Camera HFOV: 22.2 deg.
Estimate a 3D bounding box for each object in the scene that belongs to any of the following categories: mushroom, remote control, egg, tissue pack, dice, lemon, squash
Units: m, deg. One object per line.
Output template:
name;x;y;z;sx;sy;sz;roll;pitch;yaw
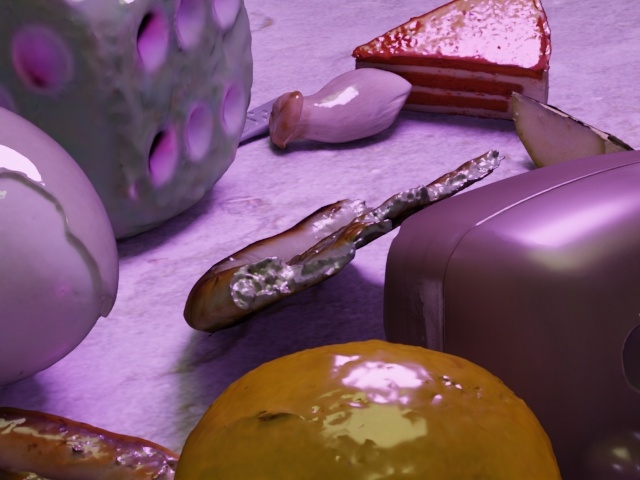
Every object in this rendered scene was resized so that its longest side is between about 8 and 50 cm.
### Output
mushroom;0.025;-0.171;2.123;0.212;0.088;0.097;-18;19;-27
remote control;-0.089;-0.150;2.141;0.050;0.027;0.184;19;34;36
egg;-0.335;0.007;1.455;0.336;0.278;0.278;15;26;34
tissue pack;0.266;0.065;1.376;0.387;0.267;0.277;-12;12;-27
dice;-0.278;-0.191;1.855;0.330;0.318;0.322;12;26;22
lemon;0.031;0.191;1.122;0.284;0.260;0.260;13;26;19
squash;0.335;-0.100;2.034;0.184;0.085;0.192;21;11;-41

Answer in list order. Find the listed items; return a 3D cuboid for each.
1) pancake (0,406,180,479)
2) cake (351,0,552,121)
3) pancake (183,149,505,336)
pancake;-0.249;0.207;1.286;0.266;0.057;0.244;11;26;16
cake;0.193;-0.214;2.184;0.262;0.158;0.159;-25;61;-4
pancake;-0.004;0.002;1.565;0.305;0.067;0.427;-29;-1;31
